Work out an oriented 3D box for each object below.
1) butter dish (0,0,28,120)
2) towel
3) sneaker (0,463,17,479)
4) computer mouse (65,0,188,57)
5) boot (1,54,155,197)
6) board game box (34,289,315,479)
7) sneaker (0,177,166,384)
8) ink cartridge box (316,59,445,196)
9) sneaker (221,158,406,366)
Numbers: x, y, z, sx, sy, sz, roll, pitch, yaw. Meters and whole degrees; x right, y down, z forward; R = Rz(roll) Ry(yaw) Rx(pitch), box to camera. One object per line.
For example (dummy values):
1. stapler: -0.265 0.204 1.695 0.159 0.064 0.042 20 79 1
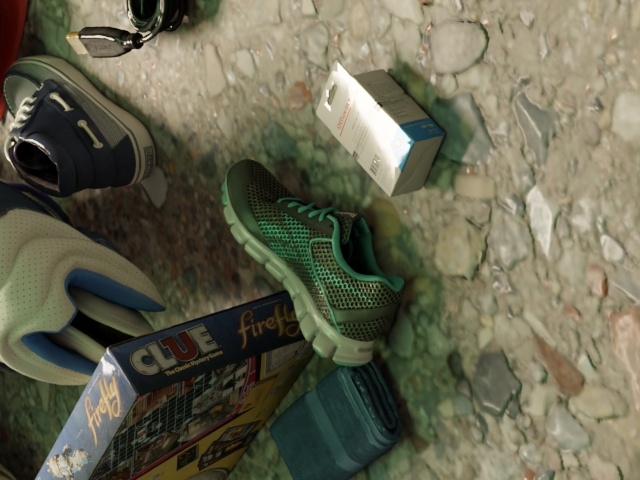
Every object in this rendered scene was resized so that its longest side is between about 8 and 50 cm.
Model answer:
1. butter dish: -0.322 -0.134 1.477 0.118 0.160 0.160 -96 21 -48
2. towel: 0.013 0.128 1.268 0.119 0.029 0.067 -42 69 49
3. sneaker: -0.328 0.199 1.665 0.290 0.106 0.123 51 147 14
4. computer mouse: -0.184 -0.229 1.373 0.262 0.060 0.184 8 105 38
5. boot: -0.214 -0.090 1.433 0.190 0.086 0.069 29 124 43
6. board game box: -0.111 0.135 1.317 0.042 0.165 0.243 56 139 21
7. sneaker: -0.199 0.047 1.355 0.236 0.323 0.130 34 86 22
8. ink cartridge box: 0.037 -0.073 1.166 0.083 0.028 0.048 49 136 29
9. sneaker: 0.000 0.000 1.227 0.166 0.065 0.076 52 121 22
